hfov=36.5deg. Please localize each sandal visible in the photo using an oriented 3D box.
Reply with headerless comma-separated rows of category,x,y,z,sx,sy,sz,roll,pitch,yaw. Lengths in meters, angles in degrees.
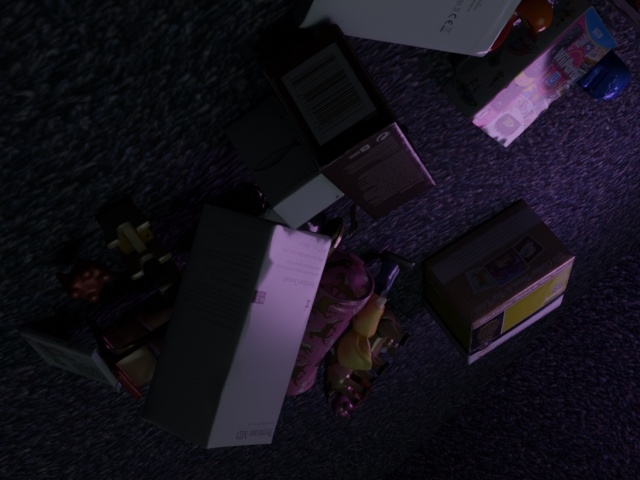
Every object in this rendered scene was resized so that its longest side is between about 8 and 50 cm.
sandal,0.339,-0.398,1.763,0.254,0.054,0.097,-32,163,18

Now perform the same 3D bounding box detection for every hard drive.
hard drive,0.158,-0.395,1.450,0.353,0.047,0.233,1,138,-32

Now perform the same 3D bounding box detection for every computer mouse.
computer mouse,-0.085,-0.014,1.869,0.272,0.072,0.188,1,135,-52

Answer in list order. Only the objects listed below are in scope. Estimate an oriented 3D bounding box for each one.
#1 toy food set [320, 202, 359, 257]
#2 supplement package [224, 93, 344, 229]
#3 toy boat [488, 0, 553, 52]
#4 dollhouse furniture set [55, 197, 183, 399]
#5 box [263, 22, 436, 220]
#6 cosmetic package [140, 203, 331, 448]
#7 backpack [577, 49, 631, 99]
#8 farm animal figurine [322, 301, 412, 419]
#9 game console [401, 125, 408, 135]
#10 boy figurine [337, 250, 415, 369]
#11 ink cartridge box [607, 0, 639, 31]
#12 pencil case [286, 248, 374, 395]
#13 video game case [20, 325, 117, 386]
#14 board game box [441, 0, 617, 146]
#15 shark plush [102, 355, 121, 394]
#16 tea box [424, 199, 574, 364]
toy food set,0.000,0.000,1.978,0.038,0.132,0.192,37,115,-19
supplement package,-0.059,-0.127,1.574,0.105,0.179,0.105,-35,153,4
toy boat,0.326,-0.403,1.620,0.151,0.151,0.231,-5,141,-47
dollhouse furniture set,-0.336,0.090,1.698,0.201,0.152,0.374,-32,137,-7
box,0.058,-0.176,1.568,0.143,0.191,0.381,-32,162,10
cosmetic package,-0.140,0.149,1.665,0.217,0.156,0.385,13,92,-61
backpack,0.585,-0.354,2.062,0.101,0.120,0.098,-13,147,-40
farm animal figurine,0.092,0.290,2.503,0.326,0.172,0.330,-51,171,-12
game console,0.105,-0.171,1.906,0.122,0.071,0.107,-18,119,-34
boy figurine,0.124,0.165,2.252,0.177,0.092,0.285,113,0,-78
ink cartridge box,0.510,-0.468,1.554,0.130,0.309,0.272,-40,155,7
pencil case,-0.016,0.190,2.206,0.160,0.167,0.386,10,136,-21
video game case,-0.448,0.209,1.741,0.157,0.143,0.019,81,29,-62
board game box,0.412,-0.341,1.901,0.303,0.097,0.224,-44,154,16
shark plush,-0.408,0.228,1.943,0.067,0.073,0.161,-33,141,-56
tea box,0.471,0.118,2.614,0.329,0.220,0.323,-31,155,-10
